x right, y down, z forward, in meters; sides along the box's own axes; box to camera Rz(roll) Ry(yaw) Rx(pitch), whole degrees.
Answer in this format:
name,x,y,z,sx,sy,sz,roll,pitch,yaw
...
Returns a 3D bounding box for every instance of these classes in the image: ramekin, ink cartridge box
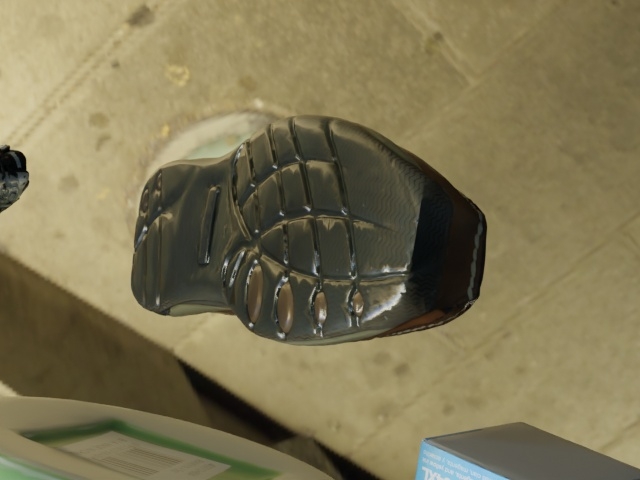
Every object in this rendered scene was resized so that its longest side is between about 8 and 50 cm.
name,x,y,z,sx,sy,sz,roll,pitch,yaw
ramekin,-0.118,0.200,0.828,0.303,0.303,0.148,13,91,-28
ink cartridge box,0.102,0.181,0.709,0.092,0.090,0.143,-1,104,-46

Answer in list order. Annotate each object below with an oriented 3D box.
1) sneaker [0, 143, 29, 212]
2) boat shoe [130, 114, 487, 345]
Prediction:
name,x,y,z,sx,sy,sz,roll,pitch,yaw
sneaker,-0.143,-0.030,0.567,0.037,0.083,0.032,-35,90,-10
boat shoe,0.000,0.000,0.774,0.120,0.324,0.122,12,87,-29
